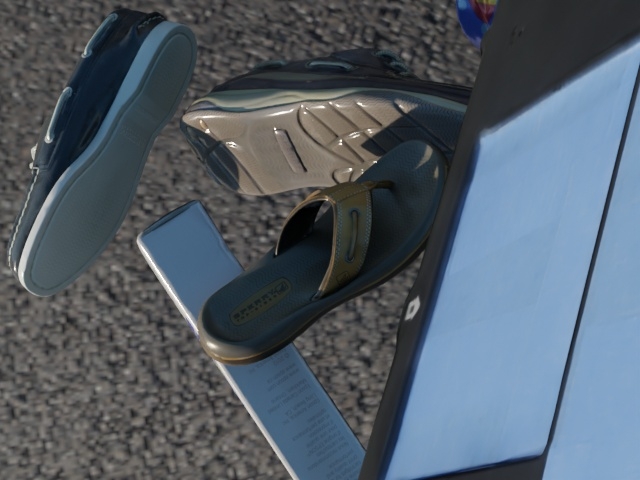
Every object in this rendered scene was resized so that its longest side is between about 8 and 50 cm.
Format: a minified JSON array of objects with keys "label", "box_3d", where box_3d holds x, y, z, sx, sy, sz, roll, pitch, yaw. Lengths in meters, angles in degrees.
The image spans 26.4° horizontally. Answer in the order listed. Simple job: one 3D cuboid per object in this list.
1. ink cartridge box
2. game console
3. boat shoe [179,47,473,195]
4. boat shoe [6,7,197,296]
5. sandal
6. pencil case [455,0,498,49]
[{"label":"ink cartridge box","box_3d":[-0.017,0.145,1.067,0.069,0.176,0.371,-31,86,-6]},{"label":"game console","box_3d":[0.114,-0.001,0.479,0.342,0.060,0.387,-24,43,60]},{"label":"boat shoe","box_3d":[0.036,-0.118,1.225,0.355,0.132,0.130,8,49,33]},{"label":"boat shoe","box_3d":[-0.228,-0.090,1.341,0.091,0.114,0.302,23,73,26]},{"label":"sandal","box_3d":[0.000,0.000,0.955,0.219,0.060,0.090,-34,46,-5]},{"label":"pencil case","box_3d":[0.257,-0.204,1.198,0.306,0.133,0.119,19,91,52]}]
